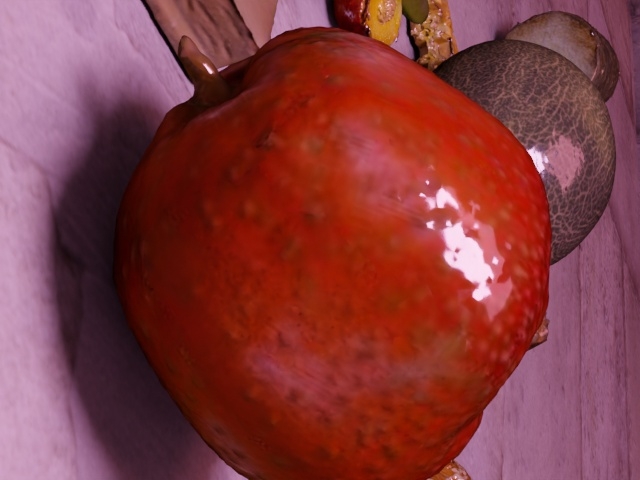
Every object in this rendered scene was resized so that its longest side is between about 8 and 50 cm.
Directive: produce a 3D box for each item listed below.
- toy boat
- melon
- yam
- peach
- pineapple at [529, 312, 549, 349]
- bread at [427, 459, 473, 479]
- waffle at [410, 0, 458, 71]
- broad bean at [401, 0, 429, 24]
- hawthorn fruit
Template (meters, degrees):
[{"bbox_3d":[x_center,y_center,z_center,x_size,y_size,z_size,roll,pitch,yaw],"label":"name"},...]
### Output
[{"bbox_3d":[-0.090,-0.215,0.942,0.188,0.061,0.116,62,28,-43],"label":"toy boat"},{"bbox_3d":[0.196,-0.091,1.418,0.301,0.237,0.237,-60,137,-58],"label":"melon"},{"bbox_3d":[0.378,-0.272,2.102,0.304,0.168,0.168,-4,86,-71],"label":"yam"},{"bbox_3d":[0.043,-0.230,1.316,0.098,0.061,0.098,-40,138,-50],"label":"peach"},{"bbox_3d":[0.199,0.024,1.591,0.119,0.111,0.237,130,-53,-74],"label":"pineapple"},{"bbox_3d":[0.114,0.261,1.297,0.233,0.076,0.105,11,73,-71],"label":"bread"},{"bbox_3d":[0.130,-0.240,1.571,0.149,0.051,0.194,-45,124,-68],"label":"waffle"},{"bbox_3d":[0.058,-0.363,1.415,0.075,0.067,0.325,-97,162,-51],"label":"broad bean"},{"bbox_3d":[0.000,0.000,0.821,0.299,0.275,0.275,53,28,-13],"label":"hawthorn fruit"}]
